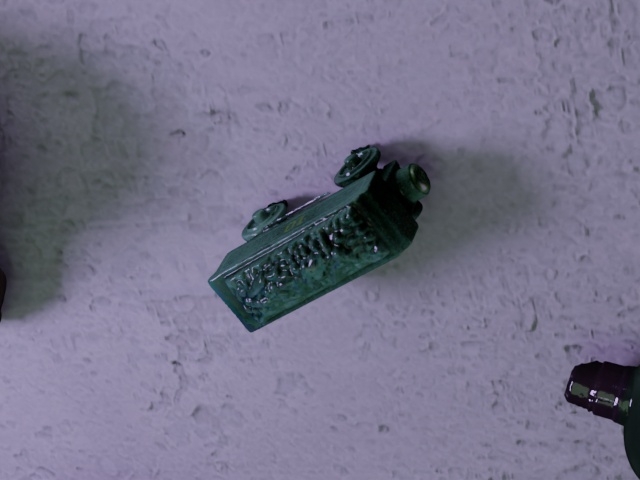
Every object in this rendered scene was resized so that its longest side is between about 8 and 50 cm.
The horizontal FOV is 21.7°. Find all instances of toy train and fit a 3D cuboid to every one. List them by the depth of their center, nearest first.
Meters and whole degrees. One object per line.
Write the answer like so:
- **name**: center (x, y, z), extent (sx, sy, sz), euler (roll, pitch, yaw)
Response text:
- **toy train**: center (0.000, 0.000, 1.177), extent (0.172, 0.099, 0.070), euler (-29, 109, 32)

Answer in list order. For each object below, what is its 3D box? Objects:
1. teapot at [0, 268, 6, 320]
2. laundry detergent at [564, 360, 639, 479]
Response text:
- **teapot**: center (-0.397, -0.010, 1.270), extent (0.312, 0.233, 0.315), euler (2, 149, 14)
- **laundry detergent**: center (0.279, 0.141, 1.169), extent (0.222, 0.078, 0.144), euler (14, 127, 12)
